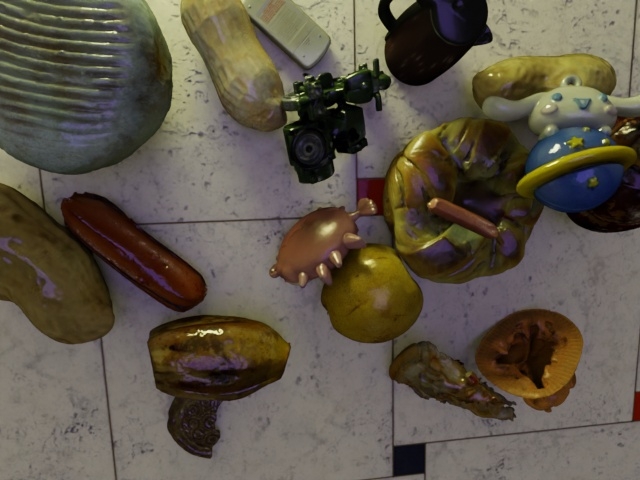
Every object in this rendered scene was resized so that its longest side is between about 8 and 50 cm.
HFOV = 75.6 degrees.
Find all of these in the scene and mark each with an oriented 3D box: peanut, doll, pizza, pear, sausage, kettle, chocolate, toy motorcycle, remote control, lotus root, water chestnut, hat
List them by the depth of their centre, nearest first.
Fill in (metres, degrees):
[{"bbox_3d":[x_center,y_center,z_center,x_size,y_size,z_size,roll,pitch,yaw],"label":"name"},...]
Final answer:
[{"bbox_3d":[0.485,-0.176,0.758,0.310,0.160,0.243,-16,59,6],"label":"doll"},{"bbox_3d":[0.267,-0.043,0.779,0.147,0.030,0.035,26,87,-7],"label":"sausage"},{"bbox_3d":[0.204,-0.411,0.785,0.202,0.232,0.144,34,92,-10],"label":"kettle"},{"bbox_3d":[-0.559,0.051,0.790,0.192,0.169,0.387,-42,101,6],"label":"peanut"},{"bbox_3d":[-0.168,-0.351,0.804,0.134,0.134,0.309,-30,98,-2],"label":"chocolate"},{"bbox_3d":[0.035,-0.238,0.825,0.275,0.127,0.205,-28,123,-27],"label":"toy motorcycle"},{"bbox_3d":[0.000,0.000,0.834,0.262,0.211,0.093,-38,124,7],"label":"doll"},{"bbox_3d":[-0.379,0.030,0.843,0.330,0.102,0.102,42,91,-11],"label":"sausage"},{"bbox_3d":[-0.069,-0.442,0.850,0.190,0.029,0.088,38,92,-10],"label":"remote control"},{"bbox_3d":[-0.208,0.249,0.859,0.290,0.193,0.193,0,98,-11],"label":"lotus root"},{"bbox_3d":[0.101,0.114,0.867,0.208,0.209,0.209,-1,98,-7],"label":"pear"},{"bbox_3d":[0.649,-0.147,0.870,0.244,0.289,0.289,25,94,-15],"label":"water chestnut"},{"bbox_3d":[0.480,-0.322,0.877,0.318,0.147,0.148,-4,98,-10],"label":"peanut"},{"bbox_3d":[0.296,0.335,0.935,0.296,0.189,0.071,30,49,-8],"label":"pizza"},{"bbox_3d":[0.509,0.330,0.955,0.233,0.244,0.233,-27,114,5],"label":"hat"}]

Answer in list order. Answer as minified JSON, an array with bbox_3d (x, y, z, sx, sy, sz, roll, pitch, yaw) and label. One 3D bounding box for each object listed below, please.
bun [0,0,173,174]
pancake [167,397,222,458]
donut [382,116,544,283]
[{"bbox_3d":[-0.437,-0.300,0.734,0.361,0.211,0.362,-1,99,-4],"label":"bun"},{"bbox_3d":[-0.261,0.413,0.953,0.184,0.020,0.191,-14,100,-6],"label":"pancake"},{"bbox_3d":[0.298,-0.078,0.878,0.359,0.170,0.361,-1,96,-7],"label":"donut"}]
